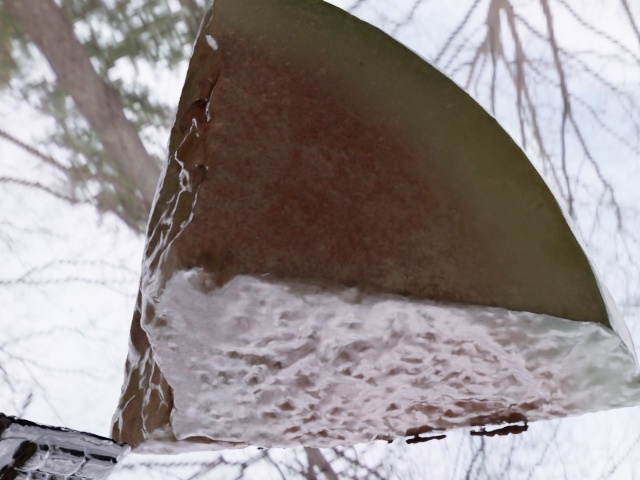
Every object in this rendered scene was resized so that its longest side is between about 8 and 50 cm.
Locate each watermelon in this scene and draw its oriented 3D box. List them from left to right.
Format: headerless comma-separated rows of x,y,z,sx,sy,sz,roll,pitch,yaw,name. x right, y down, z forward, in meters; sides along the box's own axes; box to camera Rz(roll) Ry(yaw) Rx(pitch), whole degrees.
0.000,0.000,0.706,0.232,0.193,0.310,-26,-115,-27,watermelon

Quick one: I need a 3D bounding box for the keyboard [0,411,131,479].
-0.167,0.157,0.510,0.250,0.087,0.017,-48,-117,7,keyboard
